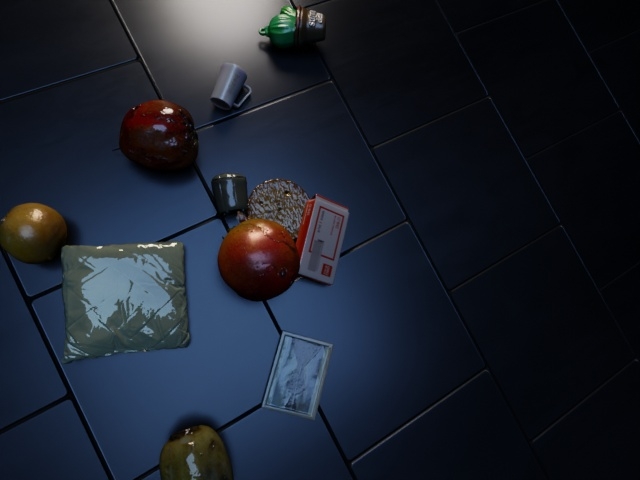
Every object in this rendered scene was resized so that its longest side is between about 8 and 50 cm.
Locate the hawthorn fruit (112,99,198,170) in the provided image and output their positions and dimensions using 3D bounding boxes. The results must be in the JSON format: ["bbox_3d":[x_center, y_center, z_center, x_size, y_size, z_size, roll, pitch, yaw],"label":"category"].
[{"bbox_3d":[-0.429,-0.253,1.050,0.235,0.181,0.181,-15,83,5],"label":"hawthorn fruit"}]

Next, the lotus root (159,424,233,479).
[{"bbox_3d":[-0.272,0.563,0.942,0.154,0.154,0.278,-17,89,-16],"label":"lotus root"}]

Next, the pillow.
[{"bbox_3d":[-0.473,0.141,1.007,0.281,0.076,0.274,-4,84,-20],"label":"pillow"}]

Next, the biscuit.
[{"bbox_3d":[-0.114,-0.084,1.158,0.188,0.027,0.187,2,79,-12],"label":"biscuit"}]

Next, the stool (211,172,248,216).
[{"bbox_3d":[-0.240,-0.122,1.102,0.096,0.096,0.110,-8,86,-15],"label":"stool"}]

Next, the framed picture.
[{"bbox_3d":[-0.059,0.357,1.094,0.150,0.015,0.203,19,76,-10],"label":"framed picture"}]

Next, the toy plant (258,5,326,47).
[{"bbox_3d":[-0.084,-0.644,1.235,0.201,0.105,0.142,3,71,-1],"label":"toy plant"}]

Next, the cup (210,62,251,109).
[{"bbox_3d":[-0.251,-0.431,1.176,0.104,0.074,0.116,26,77,-37],"label":"cup"}]

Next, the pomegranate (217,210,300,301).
[{"bbox_3d":[-0.160,0.039,1.035,0.210,0.210,0.235,-28,65,-17],"label":"pomegranate"}]

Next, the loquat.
[{"bbox_3d":[-0.667,-0.015,0.956,0.141,0.141,0.141,2,79,-13],"label":"loquat"}]

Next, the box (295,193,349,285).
[{"bbox_3d":[0.000,0.000,1.141,0.123,0.050,0.229,22,74,-29],"label":"box"}]
